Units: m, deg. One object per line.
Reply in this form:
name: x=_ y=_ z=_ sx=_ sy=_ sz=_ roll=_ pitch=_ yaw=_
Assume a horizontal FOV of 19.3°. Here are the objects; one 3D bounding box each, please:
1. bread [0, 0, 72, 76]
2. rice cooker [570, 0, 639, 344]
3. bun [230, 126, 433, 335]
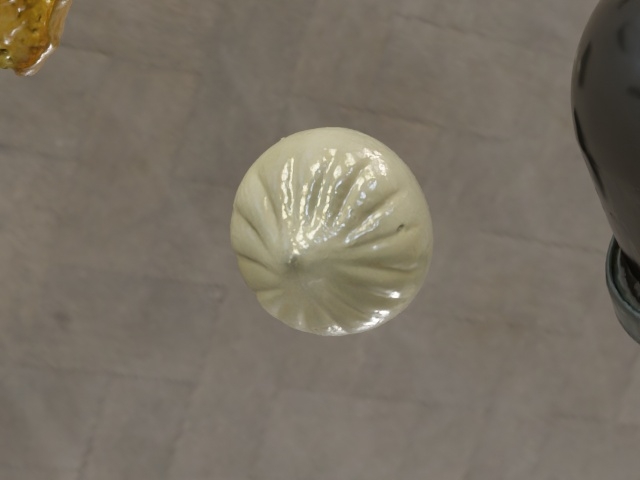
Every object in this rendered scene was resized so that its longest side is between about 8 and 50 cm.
bread: x=-0.244 y=-0.244 z=1.388 sx=0.143 sy=0.229 sz=0.139 roll=1 pitch=152 yaw=-32
rice cooker: x=0.252 y=-0.051 z=0.873 sx=0.267 sy=0.267 sz=0.224 roll=-37 pitch=127 yaw=-18
bun: x=0.000 y=0.000 z=1.201 sx=0.094 sy=0.138 sz=0.138 roll=-37 pitch=138 yaw=-66
